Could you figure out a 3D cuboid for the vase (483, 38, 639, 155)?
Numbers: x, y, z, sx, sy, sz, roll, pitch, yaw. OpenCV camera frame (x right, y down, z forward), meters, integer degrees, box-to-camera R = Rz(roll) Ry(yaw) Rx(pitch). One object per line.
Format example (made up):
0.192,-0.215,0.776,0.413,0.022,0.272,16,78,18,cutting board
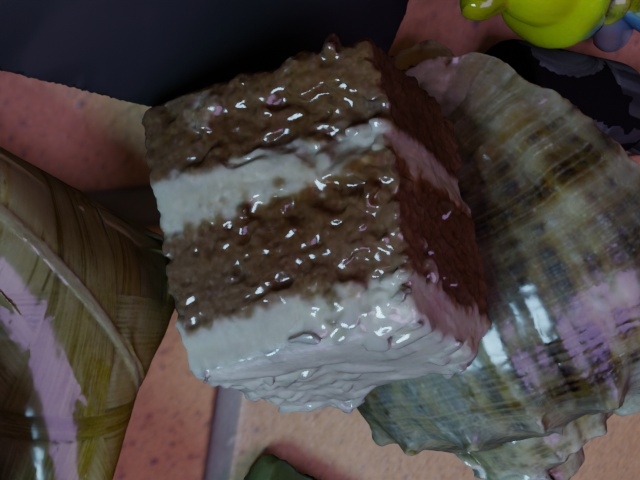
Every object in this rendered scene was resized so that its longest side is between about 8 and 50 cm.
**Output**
0.184,-0.080,0.964,0.211,0.060,0.060,6,113,-39,vase

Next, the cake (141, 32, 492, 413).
0.000,0.000,0.769,0.135,0.147,0.134,-16,156,22,cake

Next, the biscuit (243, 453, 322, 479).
0.035,0.245,1.049,0.322,0.038,0.099,45,48,-45,biscuit

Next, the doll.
0.180,-0.159,0.890,0.241,0.135,0.099,-11,94,-34,doll

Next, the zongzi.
-0.155,0.058,0.725,0.194,0.099,0.197,36,56,-42,zongzi

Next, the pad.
-0.005,-0.226,0.737,0.247,0.007,0.368,10,111,-41,pad

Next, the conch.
0.091,0.045,0.883,0.159,0.210,0.291,-41,119,-24,conch

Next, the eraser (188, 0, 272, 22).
-0.029,-0.190,0.761,0.104,0.023,0.150,-22,127,-26,eraser
